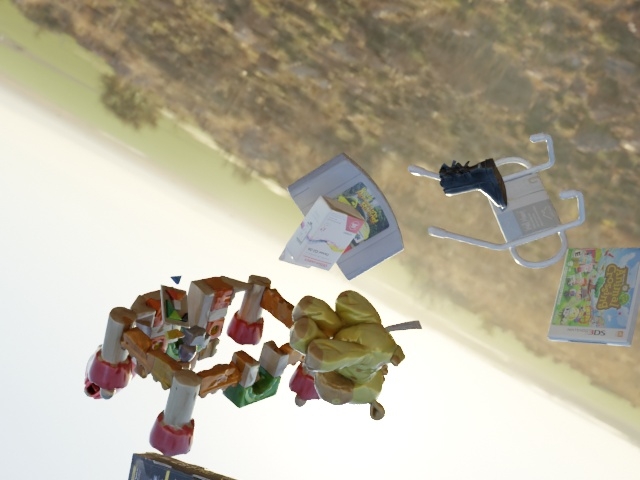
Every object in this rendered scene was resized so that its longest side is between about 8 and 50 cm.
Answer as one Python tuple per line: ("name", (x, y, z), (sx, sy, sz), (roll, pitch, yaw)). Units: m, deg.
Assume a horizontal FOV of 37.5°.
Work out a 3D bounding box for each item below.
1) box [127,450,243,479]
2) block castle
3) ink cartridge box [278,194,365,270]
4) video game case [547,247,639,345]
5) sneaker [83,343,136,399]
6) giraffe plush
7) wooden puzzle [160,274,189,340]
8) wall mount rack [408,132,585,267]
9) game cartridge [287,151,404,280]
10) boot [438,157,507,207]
("box", (-0.319, 0.705, 2.108), (0.318, 0.395, 0.097), (8, 177, 31))
("block castle", (-0.217, 0.253, 1.928), (0.303, 0.213, 0.453), (36, -149, 32))
("ink cartridge box", (0.000, 0.000, 2.238), (0.115, 0.198, 0.067), (17, -153, -40))
("video game case", (0.588, 0.116, 1.999), (0.023, 0.213, 0.193), (30, 159, -37))
("sneaker", (-0.511, 0.313, 2.197), (0.116, 0.136, 0.314), (50, 146, -3))
("giraffe plush", (0.050, 0.199, 1.536), (0.210, 0.171, 0.181), (6, -142, -1))
("wooden puzzle", (-0.243, 0.112, 1.589), (0.014, 0.116, 0.078), (-18, 165, 26))
("wall mount rack", (0.356, -0.088, 1.914), (0.350, 0.304, 0.131), (-100, -9, -50))
("game cartridge", (0.075, -0.062, 2.350), (0.294, 0.196, 0.060), (55, -172, -16))
("boot", (0.267, -0.095, 1.651), (0.099, 0.045, 0.121), (-11, 139, 23))
